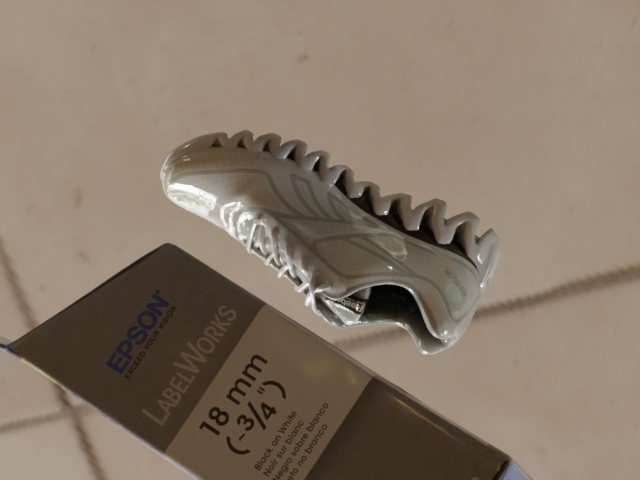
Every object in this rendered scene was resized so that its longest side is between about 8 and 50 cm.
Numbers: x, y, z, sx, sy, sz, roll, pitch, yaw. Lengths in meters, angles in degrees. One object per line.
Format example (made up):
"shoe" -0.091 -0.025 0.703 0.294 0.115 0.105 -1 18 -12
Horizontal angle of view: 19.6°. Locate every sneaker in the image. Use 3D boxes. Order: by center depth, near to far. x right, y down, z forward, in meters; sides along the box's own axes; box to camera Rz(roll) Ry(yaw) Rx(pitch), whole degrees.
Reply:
"sneaker" 0.000 0.000 1.527 0.292 0.118 0.110 20 152 2

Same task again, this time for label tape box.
"label tape box" -0.040 0.095 1.082 0.334 0.240 0.106 31 85 17
